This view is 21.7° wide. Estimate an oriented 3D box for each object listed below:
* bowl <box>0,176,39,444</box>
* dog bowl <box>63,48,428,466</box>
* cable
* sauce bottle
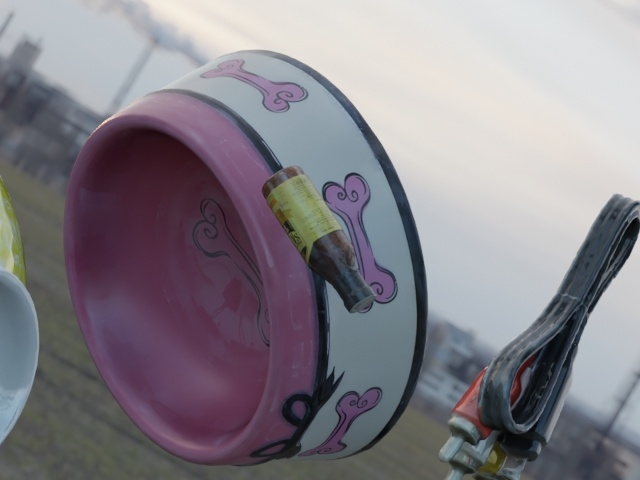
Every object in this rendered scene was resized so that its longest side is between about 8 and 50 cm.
[{"bbox_3d":[-0.239,0.048,0.858,0.156,0.289,0.289,17,-8,29],"label":"bowl"},{"bbox_3d":[-0.092,0.031,1.579,0.150,0.408,0.408,-15,33,-39],"label":"dog bowl"},{"bbox_3d":[0.164,0.065,1.275,0.072,0.287,0.139,14,-26,26],"label":"cable"},{"bbox_3d":[0.000,0.000,1.345,0.128,0.042,0.042,57,8,19],"label":"sauce bottle"}]
